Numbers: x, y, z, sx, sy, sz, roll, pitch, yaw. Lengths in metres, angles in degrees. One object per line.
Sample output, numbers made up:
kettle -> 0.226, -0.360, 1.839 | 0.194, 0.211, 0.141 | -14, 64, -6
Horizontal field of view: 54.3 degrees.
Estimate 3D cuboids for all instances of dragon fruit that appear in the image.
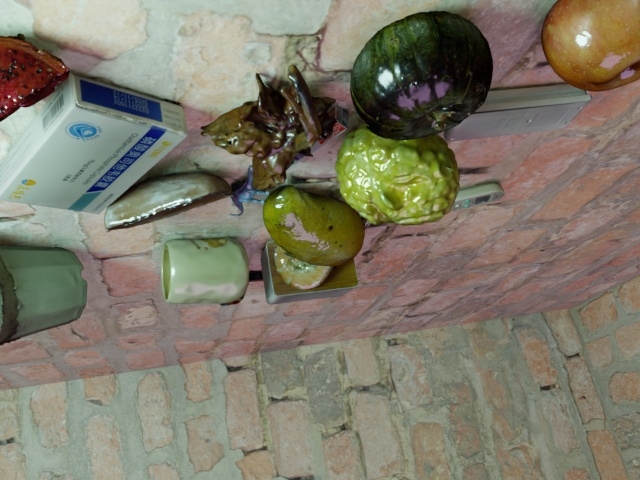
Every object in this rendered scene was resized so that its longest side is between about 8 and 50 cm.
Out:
dragon fruit -> -0.442, -0.235, 0.863 | 0.161, 0.120, 0.127 | -34, 118, -7

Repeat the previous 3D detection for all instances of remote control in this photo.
remote control -> 0.375, -0.111, 1.661 | 0.222, 0.042, 0.078 | -14, 159, 4
remote control -> 0.388, -0.260, 1.251 | 0.278, 0.055, 0.103 | -8, 160, -11

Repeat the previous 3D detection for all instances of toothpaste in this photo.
toothpaste -> -0.026, -0.196, 1.221 | 0.040, 0.047, 0.196 | 27, 140, -36

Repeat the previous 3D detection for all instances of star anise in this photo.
star anise -> -0.072, -0.195, 1.047 | 0.238, 0.148, 0.346 | 1, 166, -17

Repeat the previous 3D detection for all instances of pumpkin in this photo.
pumpkin -> 0.161, -0.250, 1.002 | 0.238, 0.159, 0.238 | -14, 157, -6

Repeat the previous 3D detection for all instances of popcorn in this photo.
popcorn -> 0.165, -0.138, 1.237 | 0.237, 0.205, 0.252 | 16, -161, 38

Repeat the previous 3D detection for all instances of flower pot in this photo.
flower pot -> -0.689, 0.118, 1.417 | 0.290, 0.290, 0.259 | -26, 167, 34

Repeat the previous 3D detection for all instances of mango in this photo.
mango -> -0.018, -0.029, 1.503 | 0.330, 0.176, 0.176 | 12, 106, -51

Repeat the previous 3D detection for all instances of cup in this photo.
cup -> -0.313, 0.095, 1.652 | 0.202, 0.173, 0.255 | -1, 157, -23

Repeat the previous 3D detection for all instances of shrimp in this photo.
shrimp -> 0.000, 0.000, 1.677 | 0.296, 0.169, 0.058 | -46, -168, 2

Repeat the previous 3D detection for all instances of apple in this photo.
apple -> 0.447, -0.317, 0.972 | 0.201, 0.162, 0.201 | -9, 158, -4

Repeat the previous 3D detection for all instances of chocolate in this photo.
chocolate -> -0.316, -0.092, 1.281 | 0.262, 0.083, 0.161 | -16, -179, 7

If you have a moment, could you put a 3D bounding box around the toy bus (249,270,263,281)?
toy bus -> -0.195, 0.115, 1.975 | 0.110, 0.031, 0.043 | -2, 165, -25

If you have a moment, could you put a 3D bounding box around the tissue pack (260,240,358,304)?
tissue pack -> -0.036, 0.085, 1.792 | 0.246, 0.159, 0.136 | -6, 165, -16

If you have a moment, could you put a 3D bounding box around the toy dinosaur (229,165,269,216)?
toy dinosaur -> -0.160, -0.107, 1.385 | 0.080, 0.045, 0.197 | 10, 146, -18

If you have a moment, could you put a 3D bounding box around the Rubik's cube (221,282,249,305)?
Rubik's cube -> -0.277, 0.132, 1.861 | 0.133, 0.133, 0.112 | -21, -176, 25

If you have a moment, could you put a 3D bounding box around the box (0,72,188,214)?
box -> -0.410, -0.152, 1.096 | 0.200, 0.065, 0.343 | 9, 152, -43
